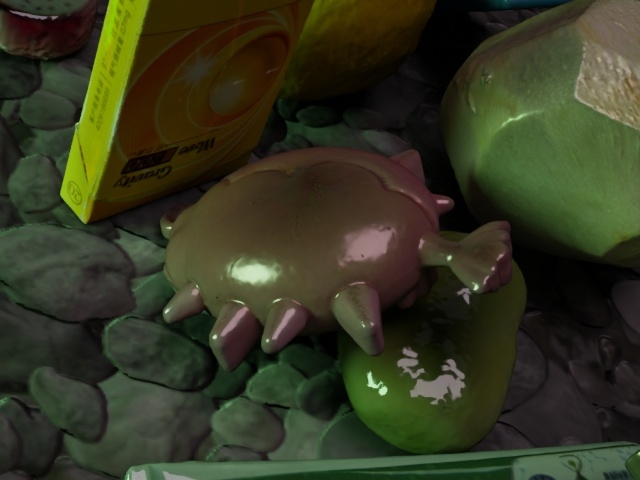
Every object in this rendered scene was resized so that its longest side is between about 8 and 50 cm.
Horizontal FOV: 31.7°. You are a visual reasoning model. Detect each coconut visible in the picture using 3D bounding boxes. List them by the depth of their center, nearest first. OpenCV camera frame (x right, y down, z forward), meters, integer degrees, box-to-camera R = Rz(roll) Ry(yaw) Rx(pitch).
[{"bbox_3d":[0.205,-0.075,0.868,0.236,0.197,0.237,16,47,-18],"label":"coconut"}]

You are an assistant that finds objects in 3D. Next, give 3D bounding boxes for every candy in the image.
[{"bbox_3d":[-0.227,-0.187,0.888,0.103,0.043,0.103,12,45,-13],"label":"candy"}]

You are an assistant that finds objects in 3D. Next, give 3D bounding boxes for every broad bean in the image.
[{"bbox_3d":[0.077,0.060,0.763,0.124,0.082,0.174,24,44,9],"label":"broad bean"}]

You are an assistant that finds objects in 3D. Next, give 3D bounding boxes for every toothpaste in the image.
[{"bbox_3d":[0.076,0.166,0.681,0.392,0.061,0.099,-1,67,-23],"label":"toothpaste"}]

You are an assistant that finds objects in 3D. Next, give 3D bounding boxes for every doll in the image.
[{"bbox_3d":[0.000,0.000,0.732,0.262,0.093,0.211,3,38,25],"label":"doll"}]

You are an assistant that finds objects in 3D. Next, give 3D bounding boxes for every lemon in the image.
[{"bbox_3d":[-0.008,-0.207,0.899,0.231,0.192,0.192,-18,58,-37],"label":"lemon"}]

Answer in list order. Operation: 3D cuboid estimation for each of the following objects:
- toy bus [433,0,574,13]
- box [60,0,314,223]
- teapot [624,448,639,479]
[{"bbox_3d":[0.145,-0.256,0.995,0.134,0.114,0.246,-12,14,-20],"label":"toy bus"},{"bbox_3d":[-0.076,-0.129,0.738,0.152,0.269,0.043,-22,61,-37],"label":"box"},{"bbox_3d":[0.243,0.186,0.633,0.267,0.186,0.175,-23,64,-11],"label":"teapot"}]
